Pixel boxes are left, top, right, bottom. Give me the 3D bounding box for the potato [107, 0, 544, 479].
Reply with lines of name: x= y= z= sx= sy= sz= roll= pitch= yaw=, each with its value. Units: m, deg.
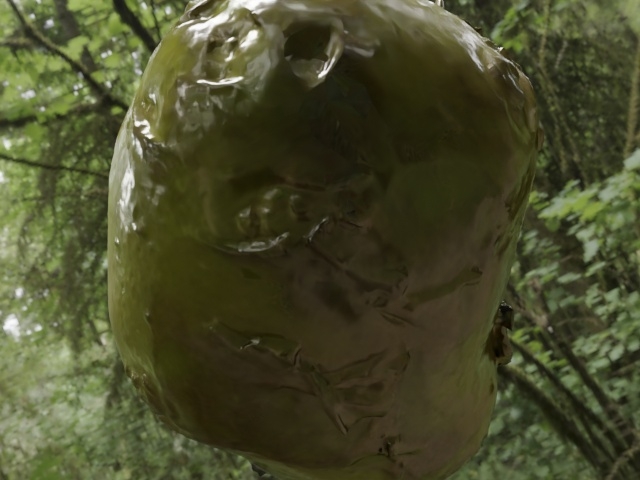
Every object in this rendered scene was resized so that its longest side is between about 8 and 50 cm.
potato: x=0.000 y=0.000 z=0.434 sx=0.246 sy=0.299 sz=0.196 roll=-6 pitch=-4 yaw=-6
